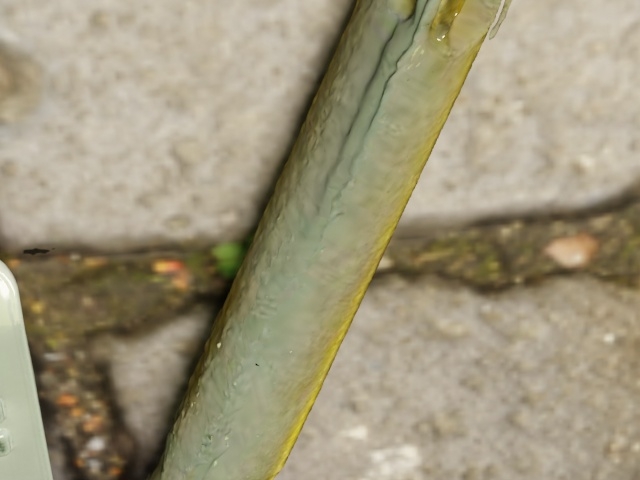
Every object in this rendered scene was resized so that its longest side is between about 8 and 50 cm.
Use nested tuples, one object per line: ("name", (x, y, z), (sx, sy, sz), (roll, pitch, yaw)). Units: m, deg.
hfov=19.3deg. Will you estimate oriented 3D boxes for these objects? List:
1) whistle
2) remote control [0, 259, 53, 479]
("whistle", (0.001, 0.000, 0.794), (0.057, 0.068, 0.326), (22, 121, -5))
("remote control", (-0.173, 0.127, 0.879), (0.103, 0.051, 0.293), (-8, 126, -7))
